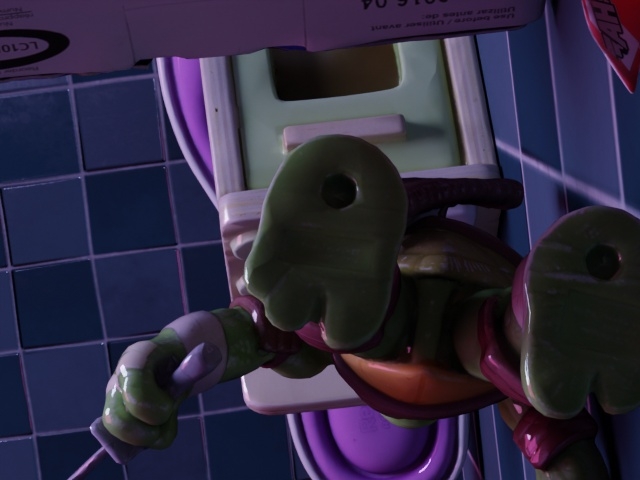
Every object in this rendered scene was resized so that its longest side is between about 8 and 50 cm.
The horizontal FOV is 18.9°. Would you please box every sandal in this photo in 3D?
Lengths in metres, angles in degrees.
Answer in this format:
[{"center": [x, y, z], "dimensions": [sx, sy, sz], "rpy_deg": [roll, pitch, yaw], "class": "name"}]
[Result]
[{"center": [0.015, -0.005, 1.230], "dimensions": [0.102, 0.169, 0.416], "rpy_deg": [-93, -16, -72], "class": "sandal"}]

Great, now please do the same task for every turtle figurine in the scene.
[{"center": [0.024, 0.084, 0.720], "dimensions": [0.198, 0.274, 0.266], "rpy_deg": [47, 165, 11], "class": "turtle figurine"}]

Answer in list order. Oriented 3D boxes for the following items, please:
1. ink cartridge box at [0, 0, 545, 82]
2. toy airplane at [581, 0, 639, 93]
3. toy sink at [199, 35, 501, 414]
[{"center": [-0.053, -0.191, 0.686], "dimensions": [0.395, 0.270, 0.151], "rpy_deg": [86, 177, -62], "class": "ink cartridge box"}, {"center": [0.062, -0.113, 0.558], "dimensions": [0.151, 0.028, 0.151], "rpy_deg": [57, 180, 0], "class": "toy airplane"}, {"center": [0.016, -0.039, 1.066], "dimensions": [0.131, 0.152, 0.234], "rpy_deg": [88, 176, -67], "class": "toy sink"}]
